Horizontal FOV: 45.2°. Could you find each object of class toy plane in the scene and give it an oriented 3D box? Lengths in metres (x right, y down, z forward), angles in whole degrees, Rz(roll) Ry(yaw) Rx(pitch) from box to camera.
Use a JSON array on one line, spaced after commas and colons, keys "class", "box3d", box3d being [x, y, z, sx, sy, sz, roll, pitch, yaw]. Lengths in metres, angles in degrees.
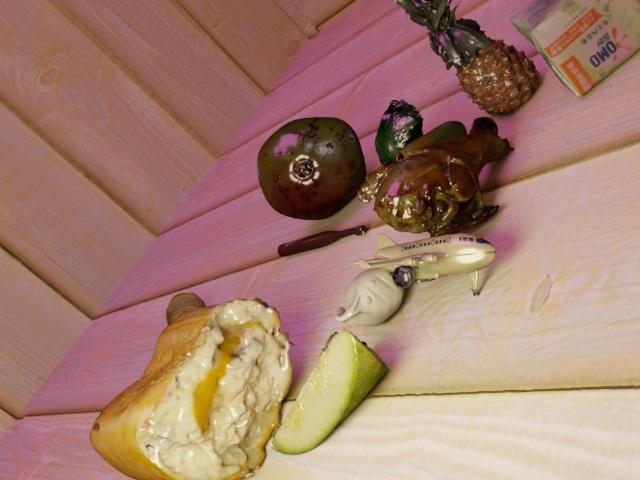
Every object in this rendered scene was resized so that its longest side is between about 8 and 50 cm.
[{"class": "toy plane", "box3d": [0.186, 0.031, 1.321, 0.256, 0.104, 0.242, 9, 11, 42]}]

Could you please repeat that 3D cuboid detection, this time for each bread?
[{"class": "bread", "box3d": [-0.241, 0.315, 1.496, 0.394, 0.250, 0.361, -25, 26, 53]}]

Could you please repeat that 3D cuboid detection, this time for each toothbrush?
[{"class": "toothbrush", "box3d": [-0.001, -0.001, 1.917, 0.364, 0.041, 0.040, -16, 36, 54]}]

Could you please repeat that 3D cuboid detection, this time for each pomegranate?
[{"class": "pomegranate", "box3d": [-0.012, -0.208, 2.017, 0.291, 0.290, 0.323, -34, 14, 32]}]

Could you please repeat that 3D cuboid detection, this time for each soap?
[{"class": "soap", "box3d": [0.508, -0.413, 1.478, 0.199, 0.182, 0.138, -41, 22, 14]}]

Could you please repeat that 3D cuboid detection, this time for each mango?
[{"class": "mango", "box3d": [0.232, -0.153, 1.605, 0.238, 0.137, 0.091, -33, 30, -29]}]

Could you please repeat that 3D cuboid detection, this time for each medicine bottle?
[{"class": "medicine bottle", "box3d": [-0.355, 0.223, 2.085, 0.124, 0.124, 0.239, -46, 19, -1]}]

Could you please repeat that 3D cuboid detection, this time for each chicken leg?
[{"class": "chicken leg", "box3d": [0.260, -0.119, 1.446, 0.361, 0.211, 0.140, -27, -26, -28]}]

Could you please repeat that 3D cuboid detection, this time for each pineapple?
[{"class": "pineapple", "box3d": [0.304, -0.419, 1.640, 0.165, 0.365, 0.165, -42, 24, 24]}]

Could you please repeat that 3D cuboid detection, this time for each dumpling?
[{"class": "dumpling", "box3d": [0.087, 0.111, 1.437, 0.169, 0.100, 0.134, -56, 9, -30]}]

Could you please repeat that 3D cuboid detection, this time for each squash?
[{"class": "squash", "box3d": [-0.002, 0.273, 1.279, 0.252, 0.093, 0.169, -46, -25, -2]}]

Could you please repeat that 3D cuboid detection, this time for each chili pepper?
[{"class": "chili pepper", "box3d": [0.172, -0.217, 1.725, 0.148, 0.116, 0.264, -55, -12, -11]}]
